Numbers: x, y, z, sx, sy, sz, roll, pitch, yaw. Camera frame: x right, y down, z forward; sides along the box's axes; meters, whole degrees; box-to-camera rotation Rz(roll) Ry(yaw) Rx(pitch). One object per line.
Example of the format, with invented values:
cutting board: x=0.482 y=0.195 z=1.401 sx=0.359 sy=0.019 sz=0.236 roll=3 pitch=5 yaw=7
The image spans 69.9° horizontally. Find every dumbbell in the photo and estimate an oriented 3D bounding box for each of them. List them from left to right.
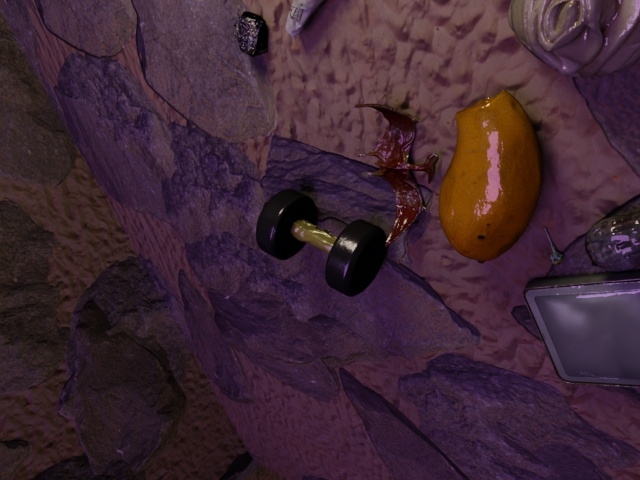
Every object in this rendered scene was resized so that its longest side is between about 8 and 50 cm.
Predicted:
dumbbell: x=0.000 y=0.000 z=1.265 sx=0.322 sy=0.203 sz=0.204 roll=26 pitch=135 yaw=28

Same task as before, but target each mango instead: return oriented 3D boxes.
mango: x=0.332 y=-0.110 z=0.899 sx=0.186 sy=0.144 sz=0.360 roll=23 pitch=131 yaw=27

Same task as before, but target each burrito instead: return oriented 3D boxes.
burrito: x=-0.020 y=-0.521 z=0.988 sx=0.064 sy=0.064 sz=0.203 roll=55 pitch=142 yaw=-4

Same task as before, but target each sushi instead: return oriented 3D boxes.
sushi: x=-0.179 y=-0.521 z=1.147 sx=0.084 sy=0.056 sz=0.083 roll=34 pitch=139 yaw=19

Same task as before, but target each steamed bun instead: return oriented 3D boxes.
steamed bun: x=0.384 y=-0.342 z=0.660 sx=0.218 sy=0.144 sz=0.211 roll=44 pitch=141 yaw=8

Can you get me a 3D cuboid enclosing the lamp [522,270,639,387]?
lamp: x=0.595 y=0.192 z=0.954 sx=0.266 sy=0.047 sz=0.269 roll=-12 pitch=111 yaw=49

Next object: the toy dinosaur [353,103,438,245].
toy dinosaur: x=0.161 y=-0.150 z=1.063 sx=0.206 sy=0.113 sz=0.327 roll=34 pitch=140 yaw=21

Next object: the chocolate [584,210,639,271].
chocolate: x=0.566 y=-0.018 z=0.773 sx=0.110 sy=0.110 sz=0.248 roll=54 pitch=142 yaw=-4

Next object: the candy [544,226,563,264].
candy: x=0.478 y=0.011 z=0.950 sx=0.083 sy=0.023 sz=0.025 roll=63 pitch=156 yaw=-4
